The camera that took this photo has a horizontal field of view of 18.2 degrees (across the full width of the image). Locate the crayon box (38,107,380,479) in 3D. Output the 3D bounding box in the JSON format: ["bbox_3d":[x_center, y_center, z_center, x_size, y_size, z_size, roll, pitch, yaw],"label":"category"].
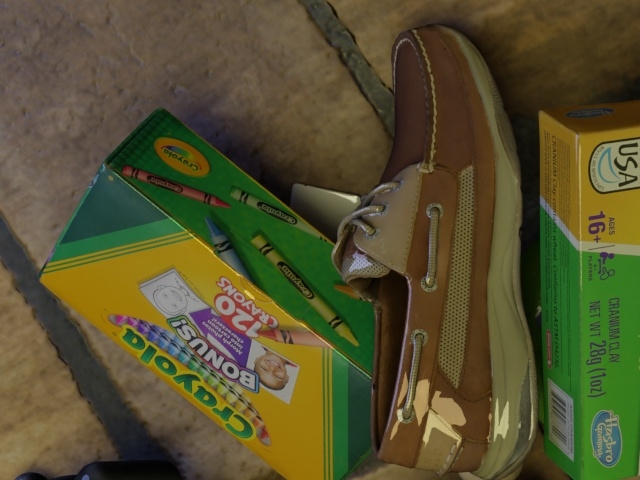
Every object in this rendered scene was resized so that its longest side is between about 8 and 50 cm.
[{"bbox_3d":[-0.058,0.051,1.473,0.278,0.081,0.165,38,140,0],"label":"crayon box"}]

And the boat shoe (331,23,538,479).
[{"bbox_3d":[0.071,0.003,1.365,0.116,0.123,0.324,-1,71,-13],"label":"boat shoe"}]

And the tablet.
[{"bbox_3d":[0.000,0.000,1.514,0.054,0.006,0.083,12,111,12],"label":"tablet"}]

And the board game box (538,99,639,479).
[{"bbox_3d":[0.302,0.016,1.320,0.316,0.064,0.242,-9,109,-15],"label":"board game box"}]

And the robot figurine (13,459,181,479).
[{"bbox_3d":[-0.193,0.299,1.585,0.173,0.209,0.278,27,114,-13],"label":"robot figurine"}]

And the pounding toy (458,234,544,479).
[{"bbox_3d":[0.173,0.068,1.398,0.237,0.110,0.183,-22,76,22],"label":"pounding toy"}]
